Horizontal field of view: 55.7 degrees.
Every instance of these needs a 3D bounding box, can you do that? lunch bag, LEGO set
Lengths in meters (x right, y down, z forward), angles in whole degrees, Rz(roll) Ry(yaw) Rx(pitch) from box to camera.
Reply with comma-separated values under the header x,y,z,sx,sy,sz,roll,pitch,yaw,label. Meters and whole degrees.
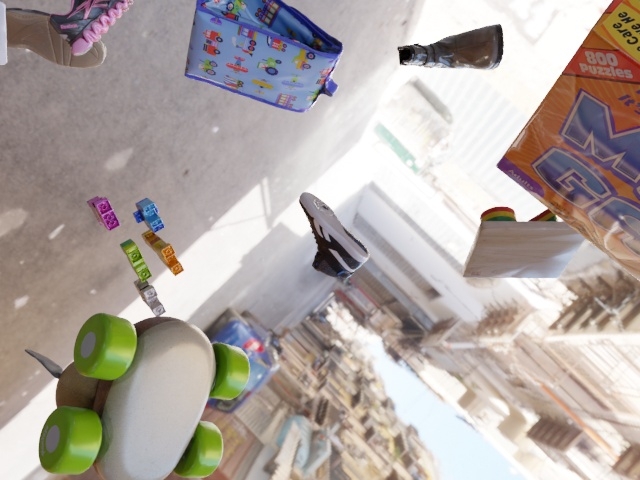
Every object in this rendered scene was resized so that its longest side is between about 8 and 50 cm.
x,y,z,sx,sy,sz,roll,pitch,yaw,label
-0.099,-0.361,1.189,0.138,0.293,0.221,-66,-172,-24,lunch bag
-0.289,0.002,0.973,0.087,0.093,0.227,-33,129,-23,LEGO set

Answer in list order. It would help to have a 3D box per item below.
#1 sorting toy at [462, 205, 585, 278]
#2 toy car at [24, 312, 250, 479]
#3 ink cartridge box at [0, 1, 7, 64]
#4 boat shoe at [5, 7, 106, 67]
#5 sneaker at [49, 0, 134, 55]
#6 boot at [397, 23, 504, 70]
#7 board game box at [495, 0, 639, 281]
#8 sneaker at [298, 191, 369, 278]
x,y,z,sx,sy,sz,roll,pitch,yaw,label
0.510,0.001,1.544,0.255,0.257,0.089,88,3,-60,sorting toy
-0.193,0.130,0.571,0.155,0.188,0.148,26,80,-45,toy car
-0.534,-0.301,0.826,0.181,0.061,0.104,-8,141,-32,ink cartridge box
-0.604,-0.453,1.322,0.092,0.285,0.102,-84,-175,-56,boat shoe
-0.235,-0.254,0.637,0.119,0.057,0.047,-51,-160,-10,sneaker
0.250,-0.373,1.209,0.161,0.083,0.246,-6,-169,-9,boot
0.490,-0.160,0.694,0.356,0.356,0.356,-47,170,-8,board game box
0.000,0.000,1.404,0.121,0.217,0.079,-48,168,27,sneaker
